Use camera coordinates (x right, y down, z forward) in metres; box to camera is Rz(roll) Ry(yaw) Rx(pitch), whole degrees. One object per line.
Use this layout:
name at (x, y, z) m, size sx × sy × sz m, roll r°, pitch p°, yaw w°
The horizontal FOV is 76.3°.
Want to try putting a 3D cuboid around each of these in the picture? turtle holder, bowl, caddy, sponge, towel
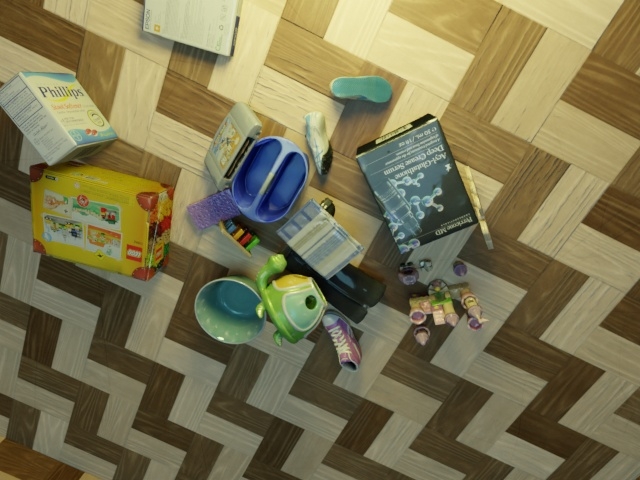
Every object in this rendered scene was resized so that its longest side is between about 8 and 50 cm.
turtle holder at (-0.117, 0.226, 1.588) m, size 0.227 × 0.243 × 0.321 m, roll -30°, pitch 72°, yaw 4°
bowl at (-0.367, 0.272, 1.768) m, size 0.311 × 0.163 × 0.312 m, roll 3°, pitch 112°, yaw 7°
caddy at (-0.186, -0.233, 1.544) m, size 0.241 × 0.179 × 0.341 m, roll 30°, pitch 111°, yaw -6°
sponge at (-0.442, -0.129, 1.695) m, size 0.209 × 0.031 × 0.117 m, roll -20°, pitch 108°, yaw 13°
towel at (0.000, 0.000, 1.532) m, size 0.285 × 0.034 × 0.209 m, roll 43°, pitch 112°, yaw -12°

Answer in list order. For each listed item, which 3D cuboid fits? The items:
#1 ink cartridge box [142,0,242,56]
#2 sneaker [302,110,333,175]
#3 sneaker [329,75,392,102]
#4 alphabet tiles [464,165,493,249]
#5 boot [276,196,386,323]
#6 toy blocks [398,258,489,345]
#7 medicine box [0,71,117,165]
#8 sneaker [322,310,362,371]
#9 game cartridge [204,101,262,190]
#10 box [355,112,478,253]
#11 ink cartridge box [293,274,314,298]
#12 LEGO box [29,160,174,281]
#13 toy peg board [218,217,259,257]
ink cartridge box at (-0.431, -0.846, 1.401) m, size 0.329 × 0.071 × 0.324 m, roll 18°, pitch 113°, yaw 4°
sneaker at (-0.011, -0.363, 1.532) m, size 0.086 × 0.085 × 0.238 m, roll 6°, pitch 118°, yaw 33°
sneaker at (0.142, -0.538, 1.438) m, size 0.228 × 0.092 × 0.088 m, roll 2°, pitch 110°, yaw -14°
alphabet tiles at (0.556, -0.116, 1.432) m, size 0.021 × 0.284 × 0.278 m, roll -16°, pitch 148°, yaw 22°
boot at (0.086, 0.089, 1.646) m, size 0.445 × 0.146 × 0.367 m, roll 38°, pitch 119°, yaw -5°
toy blocks at (0.479, 0.255, 1.599) m, size 0.288 × 0.260 × 0.309 m, roll -13°, pitch 109°, yaw 13°
medicine box at (-0.963, -0.455, 1.513) m, size 0.149 × 0.263 × 0.289 m, roll -28°, pitch 105°, yaw 16°
sneaker at (0.096, 0.446, 1.777) m, size 0.102 × 0.161 × 0.282 m, roll -31°, pitch 103°, yaw 19°
game cartridge at (-0.334, -0.355, 1.517) m, size 0.297 × 0.062 × 0.198 m, roll -53°, pitch 54°, yaw 23°
box at (0.340, -0.205, 1.469) m, size 0.293 × 0.212 × 0.396 m, roll -24°, pitch 107°, yaw 15°
ink cartridge box at (-0.078, 0.244, 1.750) m, size 0.061 × 0.104 × 0.181 m, roll -30°, pitch 104°, yaw 17°
LEGO box at (-0.894, -0.088, 1.682) m, size 0.499 × 0.193 × 0.373 m, roll 15°, pitch 112°, yaw 1°
toy peg board at (-0.324, -0.030, 1.648) m, size 0.079 × 0.161 × 0.161 m, roll -44°, pitch 113°, yaw -2°
